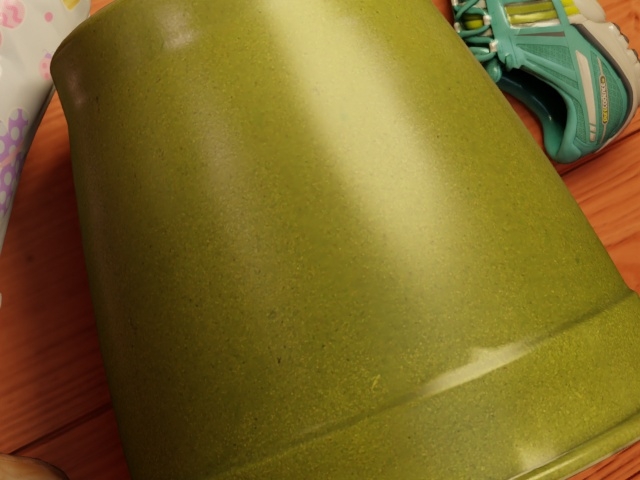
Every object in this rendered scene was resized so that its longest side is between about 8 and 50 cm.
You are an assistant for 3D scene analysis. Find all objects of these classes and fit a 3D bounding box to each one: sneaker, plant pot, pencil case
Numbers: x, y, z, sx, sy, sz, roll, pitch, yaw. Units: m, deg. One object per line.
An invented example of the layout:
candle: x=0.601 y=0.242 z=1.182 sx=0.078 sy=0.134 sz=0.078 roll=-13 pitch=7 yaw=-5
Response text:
sneaker: x=0.148 y=-0.179 z=1.251 sx=0.110 sy=0.107 sz=0.275 roll=-45 pitch=102 yaw=-15
plant pot: x=0.000 y=0.000 z=1.010 sx=0.366 sy=0.366 sz=0.353 roll=-21 pitch=87 yaw=-27
pencil case: x=-0.239 y=-0.071 z=1.035 sx=0.124 sy=0.113 sz=0.273 roll=17 pitch=73 yaw=-11

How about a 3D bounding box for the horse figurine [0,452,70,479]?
horse figurine: x=-0.273 y=0.154 z=0.981 sx=0.174 sy=0.066 sz=0.263 roll=-49 pitch=119 yaw=-18
